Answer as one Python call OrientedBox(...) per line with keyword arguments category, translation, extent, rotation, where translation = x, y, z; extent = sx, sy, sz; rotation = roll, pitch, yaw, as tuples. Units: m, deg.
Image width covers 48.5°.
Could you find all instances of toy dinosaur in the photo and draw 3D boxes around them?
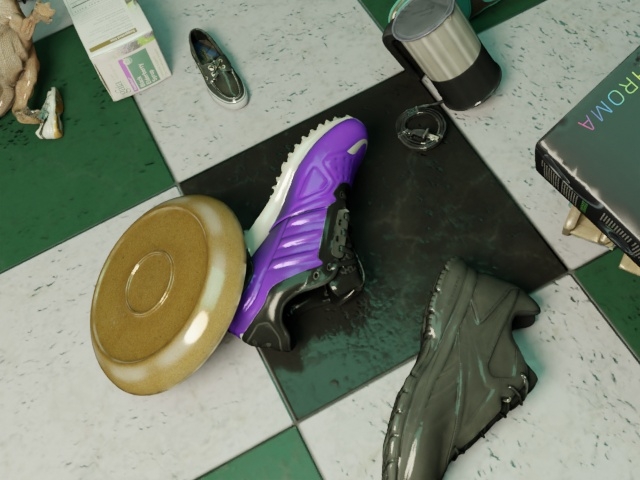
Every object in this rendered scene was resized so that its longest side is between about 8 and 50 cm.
OrientedBox(category="toy dinosaur", translation=(-0.430, -0.281, 0.966), extent=(0.127, 0.296, 0.200), rotation=(1, 39, -21))

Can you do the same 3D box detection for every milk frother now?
OrientedBox(category="milk frother", translation=(0.133, -0.205, 0.873), extent=(0.129, 0.134, 0.143), rotation=(-8, 54, 39))

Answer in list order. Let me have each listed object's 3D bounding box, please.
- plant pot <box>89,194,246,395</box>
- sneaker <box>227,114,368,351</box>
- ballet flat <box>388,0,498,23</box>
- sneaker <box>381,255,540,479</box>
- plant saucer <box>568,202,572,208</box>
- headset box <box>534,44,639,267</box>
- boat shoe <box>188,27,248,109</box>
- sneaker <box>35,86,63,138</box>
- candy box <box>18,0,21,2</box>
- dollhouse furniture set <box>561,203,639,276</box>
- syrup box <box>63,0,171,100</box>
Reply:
OrientedBox(category="plant pot", translation=(-0.181, 0.051, 0.787), extent=(0.236, 0.032, 0.237), rotation=(-18, 58, 32))
OrientedBox(category="sneaker", translation=(0.000, 0.001, 0.814), extent=(0.146, 0.102, 0.293), rotation=(29, 78, 20))
OrientedBox(category="ballet flat", translation=(0.194, -0.348, 0.980), extent=(0.247, 0.083, 0.087), rotation=(-26, 39, -6))
OrientedBox(category="sneaker", translation=(0.144, 0.155, 0.713), extent=(0.130, 0.109, 0.287), rotation=(19, 69, 10))
OrientedBox(category="plant saucer", translation=(0.391, -0.034, 0.819), extent=(0.192, 0.018, 0.067), rotation=(23, 69, 17))
OrientedBox(category="headset box", translation=(0.379, -0.060, 0.625), extent=(0.246, 0.131, 0.283), rotation=(-43, 74, 10))
OrientedBox(category="boat shoe", translation=(-0.146, -0.238, 0.983), extent=(0.049, 0.040, 0.142), rotation=(-31, 63, -8))
OrientedBox(category="sneaker", translation=(-0.381, -0.178, 0.991), extent=(0.036, 0.032, 0.083), rotation=(-10, 62, 3))
OrientedBox(category="candy box", translation=(-0.507, -0.508, 1.103), extent=(0.071, 0.159, 0.234), rotation=(-15, 63, 1))
OrientedBox(category="dollhouse furniture set", translation=(0.406, -0.066, 0.772), extent=(0.212, 0.161, 0.242), rotation=(23, 91, 18))
OrientedBox(category="syrup box", translation=(-0.306, -0.324, 1.019), extent=(0.096, 0.093, 0.237), rotation=(-28, 63, -7))
